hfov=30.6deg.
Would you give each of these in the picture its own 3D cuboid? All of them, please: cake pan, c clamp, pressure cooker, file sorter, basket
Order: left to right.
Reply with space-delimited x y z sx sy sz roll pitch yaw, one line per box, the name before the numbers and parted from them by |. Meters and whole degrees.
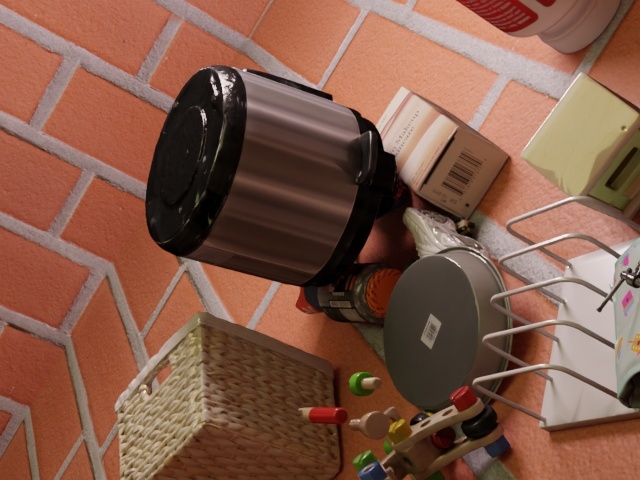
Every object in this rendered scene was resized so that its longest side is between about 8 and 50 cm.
basket | -0.176 0.366 2.226 0.328 0.331 0.266 -46 35 32
pressure cooker | -0.078 -0.102 2.190 0.375 0.420 0.370 -66 27 16
cake pan | 0.199 0.151 1.925 0.293 0.054 0.293 -17 69 54
file sorter | 0.349 0.100 1.654 0.193 0.173 0.277 -23 45 53
c clamp | 0.413 0.045 1.404 0.137 0.022 0.161 -59 20 -3

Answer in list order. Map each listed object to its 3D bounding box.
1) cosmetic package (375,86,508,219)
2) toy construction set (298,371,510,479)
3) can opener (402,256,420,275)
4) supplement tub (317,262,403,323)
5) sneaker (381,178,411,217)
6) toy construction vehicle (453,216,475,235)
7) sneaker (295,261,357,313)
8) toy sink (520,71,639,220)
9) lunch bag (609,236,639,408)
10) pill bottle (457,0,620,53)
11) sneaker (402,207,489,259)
cosmetic package | 0.215 -0.172 2.234 0.153 0.129 0.296 -59 25 9
toy construction set | 0.101 0.321 1.789 0.257 0.309 0.237 -62 19 -19
can opener | 0.197 0.039 2.146 0.073 0.059 0.186 83 -153 -52
supplement tub | 0.085 0.100 2.224 0.190 0.117 0.117 -5 61 61
sneaker | 0.111 -0.101 2.420 0.125 0.104 0.262 -57 15 25
toy construction vehicle | 0.253 0.009 2.101 0.098 0.035 0.085 -39 45 46
sneaker | 0.000 0.000 2.469 0.148 0.131 0.350 -33 38 39
toy sink | 0.434 -0.127 1.737 0.131 0.234 0.152 45 108 33
lunch bag | 0.477 0.081 1.449 0.262 0.160 0.223 -30 41 41
pill bottle | 0.320 -0.498 2.027 0.229 0.408 0.229 -43 31 34
sneaker | 0.199 0.020 2.066 0.232 0.090 0.115 49 122 57
